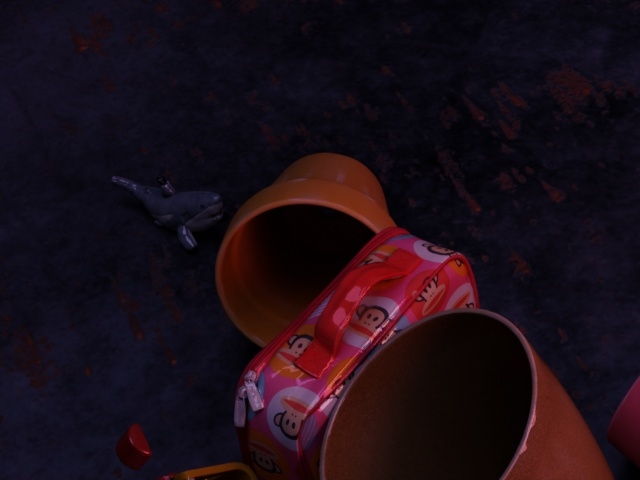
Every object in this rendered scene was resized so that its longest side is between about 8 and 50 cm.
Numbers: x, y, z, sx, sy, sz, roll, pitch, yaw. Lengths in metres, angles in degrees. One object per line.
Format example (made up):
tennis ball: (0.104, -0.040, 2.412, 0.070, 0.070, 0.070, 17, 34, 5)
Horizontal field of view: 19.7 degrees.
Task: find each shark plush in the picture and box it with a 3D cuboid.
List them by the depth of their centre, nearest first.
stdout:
shark plush: (-0.176, -0.054, 2.197, 0.073, 0.067, 0.161, -39, 51, -25)

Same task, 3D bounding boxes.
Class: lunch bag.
lunch bag: (0.042, 0.133, 1.827, 0.120, 0.258, 0.293, 25, 54, 31)

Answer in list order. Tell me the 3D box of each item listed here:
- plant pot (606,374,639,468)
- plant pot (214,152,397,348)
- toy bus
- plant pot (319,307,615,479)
plant pot: (0.408, 0.175, 1.774, 0.180, 0.201, 0.201, 40, 63, 22)
plant pot: (0.000, 0.000, 2.031, 0.205, 0.205, 0.188, -2, 30, 10)
toy bus: (-0.137, 0.287, 1.803, 0.104, 0.191, 0.202, -5, 28, -42)
plant pot: (0.171, 0.225, 1.695, 0.237, 0.254, 0.237, -28, 42, 29)
